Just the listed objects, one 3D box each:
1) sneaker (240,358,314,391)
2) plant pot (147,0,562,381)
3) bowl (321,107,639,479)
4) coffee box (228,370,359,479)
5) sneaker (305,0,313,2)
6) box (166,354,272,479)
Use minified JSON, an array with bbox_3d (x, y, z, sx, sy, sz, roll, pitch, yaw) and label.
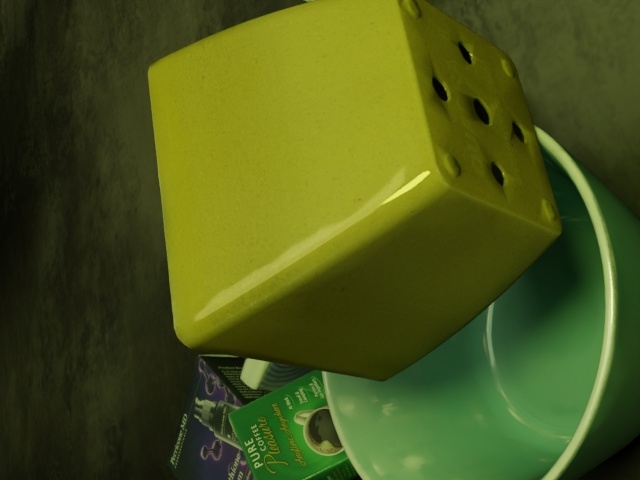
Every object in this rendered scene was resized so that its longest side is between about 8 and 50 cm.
[{"bbox_3d":[0.000,-0.001,1.041,0.182,0.127,0.315,36,106,55],"label":"sneaker"},{"bbox_3d":[0.034,-0.044,0.653,0.187,0.212,0.212,-27,61,34],"label":"plant pot"},{"bbox_3d":[0.151,0.064,0.765,0.311,0.163,0.311,-14,72,52],"label":"bowl"},{"bbox_3d":[0.013,0.177,0.942,0.113,0.184,0.040,57,171,43],"label":"coffee box"},{"bbox_3d":[0.023,-0.318,1.088,0.292,0.110,0.118,45,133,51],"label":"sneaker"},{"bbox_3d":[-0.071,0.241,1.090,0.207,0.108,0.153,34,112,51],"label":"box"}]
